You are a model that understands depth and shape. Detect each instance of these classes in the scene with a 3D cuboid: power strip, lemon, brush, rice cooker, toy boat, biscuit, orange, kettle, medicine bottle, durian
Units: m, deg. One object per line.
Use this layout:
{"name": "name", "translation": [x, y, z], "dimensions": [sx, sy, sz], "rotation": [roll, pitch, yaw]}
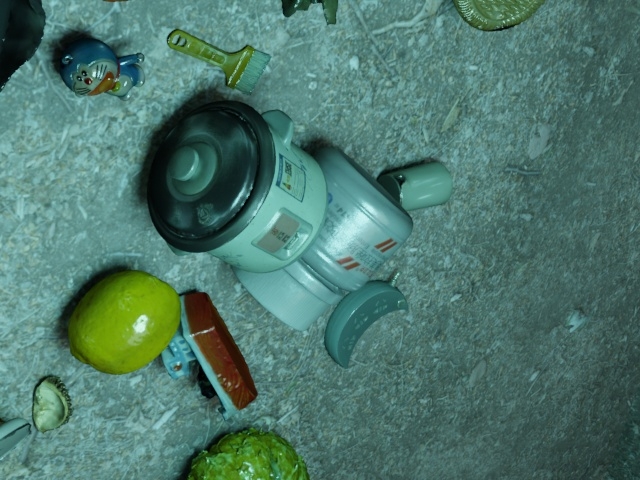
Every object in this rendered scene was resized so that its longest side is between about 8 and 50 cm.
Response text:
{"name": "power strip", "translation": [0.108, 0.174, 2.274], "dimensions": [0.253, 0.054, 0.167], "rotation": [-44, 141, -8]}
{"name": "lemon", "translation": [-0.345, 0.145, 1.722], "dimensions": [0.207, 0.170, 0.170], "rotation": [-45, 140, -10]}
{"name": "brush", "translation": [-0.175, -0.312, 1.669], "dimensions": [0.218, 0.010, 0.083], "rotation": [16, 106, -49]}
{"name": "rice cooker", "translation": [-0.143, -0.088, 1.673], "dimensions": [0.316, 0.264, 0.317], "rotation": [-24, 143, -20]}
{"name": "toy boat", "translation": [-0.227, 0.254, 1.952], "dimensions": [0.133, 0.145, 0.332], "rotation": [-22, 135, 0]}
{"name": "biscuit", "translation": [0.367, -0.537, 1.933], "dimensions": [0.259, 0.079, 0.259], "rotation": [-15, 135, -16]}
{"name": "orange", "translation": [-0.178, 0.560, 2.159], "dimensions": [0.301, 0.223, 0.300], "rotation": [7, 102, -43]}
{"name": "kettle", "translation": [0.193, -0.110, 2.127], "dimensions": [0.148, 0.126, 0.098], "rotation": [-15, 96, -33]}
{"name": "medicine bottle", "translation": [0.000, 0.000, 1.890], "dimensions": [0.306, 0.245, 0.245], "rotation": [-47, 141, 9]}
{"name": "durian", "translation": [-0.488, 0.305, 1.797], "dimensions": [0.066, 0.052, 0.130], "rotation": [-10, 126, -36]}

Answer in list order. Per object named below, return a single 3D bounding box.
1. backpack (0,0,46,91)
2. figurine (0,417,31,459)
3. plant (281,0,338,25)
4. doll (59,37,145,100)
{"name": "backpack", "translation": [-0.452, -0.320, 1.165], "dimensions": [0.254, 0.363, 0.446], "rotation": [6, 129, -20]}
{"name": "figurine", "translation": [-0.606, 0.321, 1.683], "dimensions": [0.166, 0.141, 0.250], "rotation": [-41, 175, -13]}
{"name": "plant", "translation": [0.017, -0.500, 1.551], "dimensions": [0.312, 0.215, 0.213], "rotation": [-49, 131, 6]}
{"name": "doll", "translation": [-0.338, -0.259, 1.498], "dimensions": [0.114, 0.086, 0.152], "rotation": [-42, 155, 18]}
